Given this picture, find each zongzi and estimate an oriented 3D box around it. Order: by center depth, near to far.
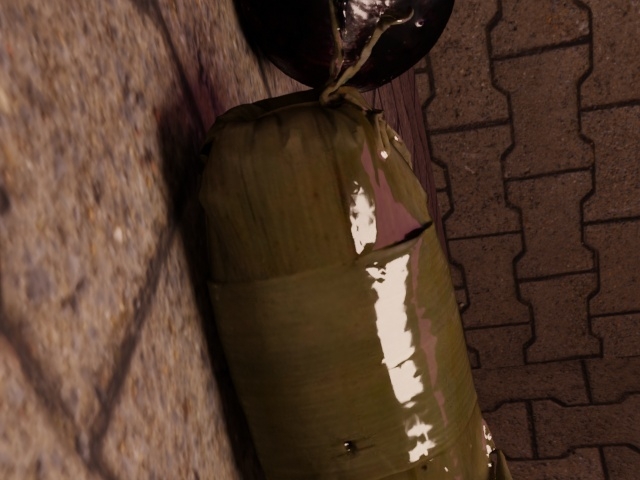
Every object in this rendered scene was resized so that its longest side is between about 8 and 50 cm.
[{"bbox_3d":[0.000,0.000,0.664,0.418,0.181,0.448,-109,-175,-75],"label":"zongzi"}]

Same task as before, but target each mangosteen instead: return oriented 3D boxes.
[{"bbox_3d":[0.011,-0.265,0.782,0.250,0.211,0.211,55,-3,32],"label":"mangosteen"}]
